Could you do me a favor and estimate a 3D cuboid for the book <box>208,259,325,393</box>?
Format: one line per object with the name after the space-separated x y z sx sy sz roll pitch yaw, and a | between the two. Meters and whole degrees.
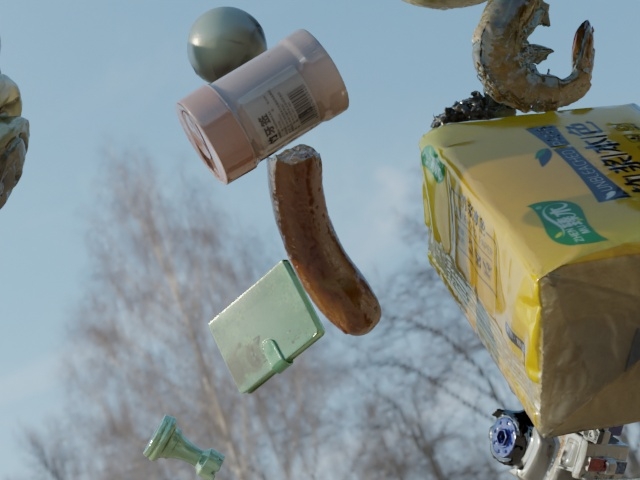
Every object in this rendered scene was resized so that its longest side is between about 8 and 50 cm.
-0.062 0.100 1.442 0.135 0.103 0.017 -40 -25 30 | book

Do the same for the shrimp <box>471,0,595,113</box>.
0.288 -0.265 1.655 0.253 0.173 0.058 -56 -1 -28 | shrimp

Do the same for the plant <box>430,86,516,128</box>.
0.236 -0.187 1.867 0.174 0.085 0.087 -35 -48 -7 | plant

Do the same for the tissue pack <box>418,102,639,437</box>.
0.300 0.012 1.424 0.293 0.382 0.228 -7 -61 -11 | tissue pack

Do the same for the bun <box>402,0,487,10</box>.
0.210 -0.526 1.976 0.365 0.219 0.365 -1 -66 -2 | bun

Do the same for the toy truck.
0.341 0.240 1.705 0.161 0.213 0.177 10 9 -27 | toy truck

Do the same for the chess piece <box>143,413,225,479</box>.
-0.186 0.292 1.783 0.103 0.067 0.067 30 -38 -5 | chess piece

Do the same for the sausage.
-0.003 0.001 1.766 0.103 0.302 0.076 3 34 41 | sausage

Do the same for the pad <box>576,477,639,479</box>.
0.291 0.385 1.426 0.170 0.245 0.006 -12 -29 44 | pad

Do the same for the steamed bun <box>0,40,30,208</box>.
-0.491 -0.122 1.630 0.346 0.237 0.394 -48 -19 -21 | steamed bun

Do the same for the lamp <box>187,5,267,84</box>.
-0.118 -0.244 1.638 0.105 0.105 0.105 -17 -24 -8 | lamp

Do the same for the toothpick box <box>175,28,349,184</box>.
-0.058 -0.135 1.296 0.149 0.098 0.098 -33 -21 -12 | toothpick box
